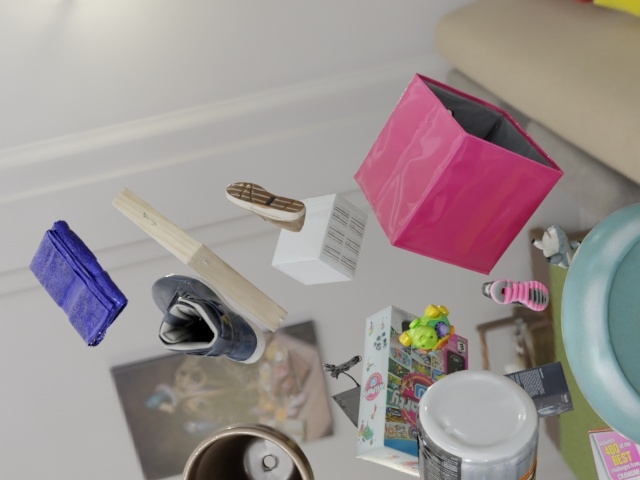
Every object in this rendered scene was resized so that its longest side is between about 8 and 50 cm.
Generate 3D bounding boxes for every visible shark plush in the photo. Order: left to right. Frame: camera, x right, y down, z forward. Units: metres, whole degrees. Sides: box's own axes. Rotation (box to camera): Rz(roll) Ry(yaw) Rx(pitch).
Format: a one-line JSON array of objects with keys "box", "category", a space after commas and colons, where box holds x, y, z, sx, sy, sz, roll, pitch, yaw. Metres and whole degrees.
[{"box": [0.492, 0.026, 1.663, 0.161, 0.067, 0.073, 31, -159, -21], "category": "shark plush"}]

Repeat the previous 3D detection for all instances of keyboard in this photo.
[{"box": [0.105, 0.340, 1.911, 0.201, 0.033, 0.317, 51, 151, -1], "category": "keyboard"}]

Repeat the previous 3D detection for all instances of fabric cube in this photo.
[{"box": [0.262, -0.130, 1.670, 0.258, 0.254, 0.259, -59, 33, 26], "category": "fabric cube"}]

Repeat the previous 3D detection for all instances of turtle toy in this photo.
[{"box": [0.196, 0.168, 1.527, 0.066, 0.095, 0.130, 47, -165, 24], "category": "turtle toy"}]

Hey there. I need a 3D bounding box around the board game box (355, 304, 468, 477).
[{"box": [0.193, 0.314, 1.717, 0.097, 0.224, 0.303, -34, 40, 46], "category": "board game box"}]

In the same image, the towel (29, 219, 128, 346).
[{"box": [-0.668, 0.122, 2.291, 0.308, 0.076, 0.228, 49, 126, 12], "category": "towel"}]

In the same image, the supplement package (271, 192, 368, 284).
[{"box": [0.000, 0.000, 2.376, 0.149, 0.194, 0.203, 32, -117, -38], "category": "supplement package"}]

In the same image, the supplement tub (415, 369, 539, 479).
[{"box": [0.259, 0.384, 1.404, 0.193, 0.193, 0.316, -110, 9, -51], "category": "supplement tub"}]

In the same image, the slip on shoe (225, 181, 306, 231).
[{"box": [-0.082, -0.049, 1.262, 0.051, 0.135, 0.041, -52, -30, -45], "category": "slip on shoe"}]

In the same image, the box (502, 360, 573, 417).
[{"box": [0.577, 0.405, 2.244, 0.156, 0.158, 0.093, 56, -160, -56], "category": "box"}]

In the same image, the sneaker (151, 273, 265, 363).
[{"box": [-0.207, 0.105, 1.270, 0.226, 0.086, 0.163, 28, -176, 30], "category": "sneaker"}]

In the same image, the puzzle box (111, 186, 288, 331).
[{"box": [-0.261, 0.034, 1.789, 0.272, 0.052, 0.409, 43, 172, -38], "category": "puzzle box"}]

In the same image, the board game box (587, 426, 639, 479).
[{"box": [0.582, 0.449, 1.357, 0.242, 0.064, 0.317, -22, 73, 48], "category": "board game box"}]

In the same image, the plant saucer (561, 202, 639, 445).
[{"box": [0.447, 0.103, 1.051, 0.043, 0.317, 0.318, 151, 106, -71], "category": "plant saucer"}]

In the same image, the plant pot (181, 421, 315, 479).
[{"box": [-0.122, 0.479, 1.702, 0.229, 0.263, 0.263, -10, -94, -80], "category": "plant pot"}]

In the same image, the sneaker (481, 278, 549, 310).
[{"box": [0.308, 0.084, 1.345, 0.057, 0.119, 0.047, -5, 74, 64], "category": "sneaker"}]
